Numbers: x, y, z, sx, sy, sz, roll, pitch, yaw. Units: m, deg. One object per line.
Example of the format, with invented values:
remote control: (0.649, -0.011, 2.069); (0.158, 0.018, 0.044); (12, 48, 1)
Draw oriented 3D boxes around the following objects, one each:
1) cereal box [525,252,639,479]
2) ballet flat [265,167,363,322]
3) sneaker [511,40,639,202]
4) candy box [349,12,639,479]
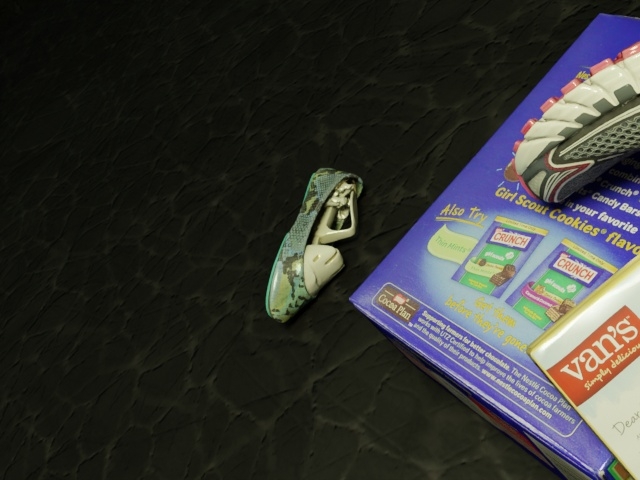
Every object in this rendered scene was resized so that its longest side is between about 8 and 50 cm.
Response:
cereal box: (0.246, 0.094, 0.444); (0.173, 0.047, 0.240); (-39, 80, 5)
ballet flat: (0.000, 0.000, 0.904); (0.070, 0.070, 0.188); (-10, 50, 38)
sneaker: (0.247, -0.082, 0.506); (0.299, 0.112, 0.121); (-23, -2, 37)
candy box: (0.220, 0.003, 0.630); (0.317, 0.122, 0.268); (-48, 36, -6)
